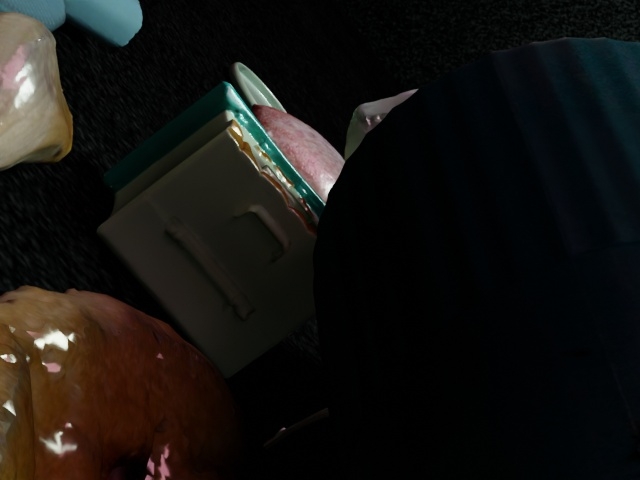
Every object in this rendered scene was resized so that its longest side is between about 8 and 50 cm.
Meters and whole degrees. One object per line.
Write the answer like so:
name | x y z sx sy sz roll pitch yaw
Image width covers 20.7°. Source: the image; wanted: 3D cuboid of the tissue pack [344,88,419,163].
tissue pack | 0.218 0.059 1.081 0.405 0.331 0.205 60 25 -59

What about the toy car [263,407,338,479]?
toy car | 0.040 0.178 0.849 0.210 0.089 0.108 54 11 8

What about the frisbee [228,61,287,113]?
frisbee | -0.051 -0.121 1.650 0.110 0.014 0.110 52 11 -14

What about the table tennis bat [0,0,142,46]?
table tennis bat | -0.218 -0.201 1.098 0.215 0.044 0.329 58 13 30

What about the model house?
model house | -0.055 -0.013 1.035 0.127 0.100 0.149 51 9 -17

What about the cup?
cup | 0.144 0.097 0.724 0.308 0.242 0.292 33 26 -29

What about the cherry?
cherry | 0.000 0.000 1.292 0.225 0.090 0.107 60 -4 -15

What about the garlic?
garlic | -0.157 -0.074 0.863 0.084 0.066 0.152 55 8 -2

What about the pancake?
pancake | -0.036 0.163 0.623 0.356 0.065 0.356 52 14 -18
